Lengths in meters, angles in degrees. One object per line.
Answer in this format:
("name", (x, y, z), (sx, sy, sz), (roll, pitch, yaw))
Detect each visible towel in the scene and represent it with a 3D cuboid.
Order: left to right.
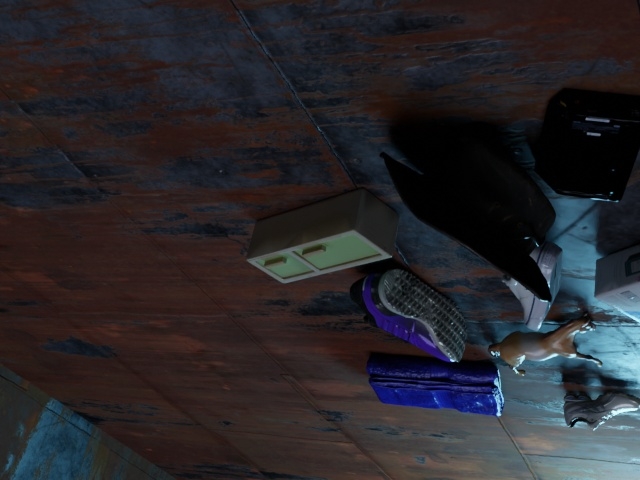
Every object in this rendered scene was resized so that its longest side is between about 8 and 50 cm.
("towel", (0.269, 0.349, 2.293), (0.308, 0.076, 0.227), (3, 150, 18))

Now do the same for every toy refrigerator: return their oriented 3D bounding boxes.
("toy refrigerator", (0.000, 0.000, 1.738), (0.269, 0.094, 0.102), (-15, 142, 42))

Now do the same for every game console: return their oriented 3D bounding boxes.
("game console", (0.488, -0.114, 1.374), (0.361, 0.044, 0.213), (9, 154, 9))

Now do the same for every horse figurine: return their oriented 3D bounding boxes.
("horse figurine", (0.444, 0.218, 1.986), (0.263, 0.066, 0.174), (-10, 151, 32))

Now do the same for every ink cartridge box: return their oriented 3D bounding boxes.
("ink cartridge box", (0.581, 0.058, 1.612), (0.134, 0.078, 0.231), (27, 149, -26))

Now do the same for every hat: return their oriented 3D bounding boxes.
("hat", (0.248, -0.062, 1.437), (0.331, 0.331, 0.134), (30, 109, -29))

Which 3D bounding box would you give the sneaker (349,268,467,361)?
("sneaker", (0.169, 0.148, 1.950), (0.146, 0.102, 0.293), (-10, 140, 44))

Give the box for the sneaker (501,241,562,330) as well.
("sneaker", (0.371, 0.071, 1.738), (0.091, 0.094, 0.258), (23, 152, 21))

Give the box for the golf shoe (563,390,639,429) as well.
("golf shoe", (0.629, 0.384, 2.195), (0.176, 0.086, 0.069), (-10, 143, 34))
